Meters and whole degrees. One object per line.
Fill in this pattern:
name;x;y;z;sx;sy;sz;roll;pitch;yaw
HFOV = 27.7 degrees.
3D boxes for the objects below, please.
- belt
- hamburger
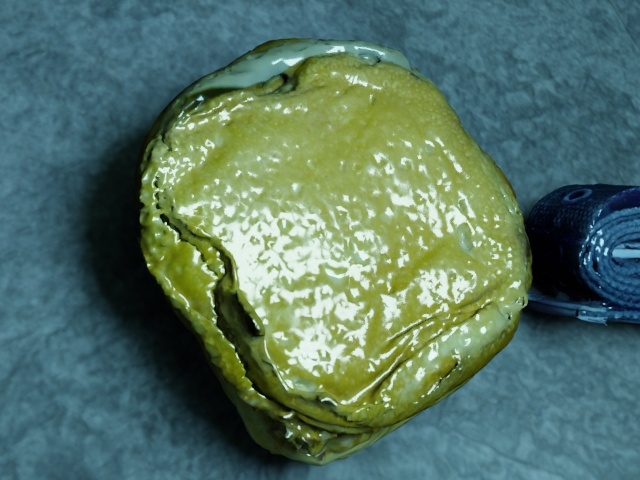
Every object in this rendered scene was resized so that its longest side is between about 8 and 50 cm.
belt;0.270;0.011;1.108;0.218;0.128;0.122;6;93;-26
hamburger;0.000;0.000;0.946;0.319;0.158;0.318;11;62;-22
